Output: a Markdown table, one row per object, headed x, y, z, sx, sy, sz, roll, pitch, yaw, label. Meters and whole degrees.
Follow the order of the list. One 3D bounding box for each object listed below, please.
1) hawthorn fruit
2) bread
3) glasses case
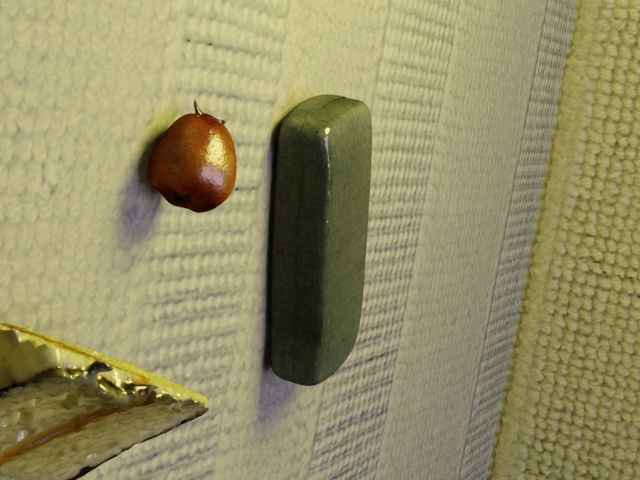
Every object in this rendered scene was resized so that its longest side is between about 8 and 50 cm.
| x | y | z | sx | sy | sz | roll | pitch | yaw | label |
| --- | --- | --- | --- | --- | --- | --- | --- | --- | --- |
| -0.110 | -0.076 | 1.276 | 0.081 | 0.081 | 0.093 | 56 | 47 | -62 | hawthorn fruit |
| -0.215 | 0.117 | 1.062 | 0.178 | 0.142 | 0.266 | -40 | 154 | 6 | bread |
| 0.000 | 0.000 | 1.595 | 0.131 | 0.074 | 0.323 | -41 | 139 | -59 | glasses case |
